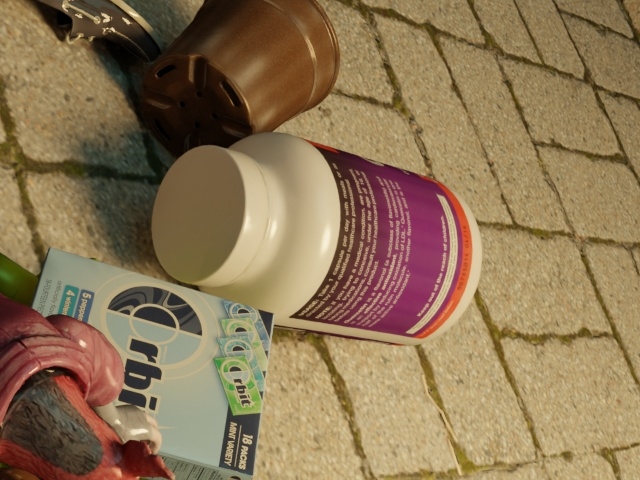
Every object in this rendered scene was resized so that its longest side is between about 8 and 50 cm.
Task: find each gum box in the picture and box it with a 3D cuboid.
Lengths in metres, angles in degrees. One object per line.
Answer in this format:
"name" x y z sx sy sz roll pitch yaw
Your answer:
"gum box" -0.133 0.097 0.934 0.184 0.041 0.157 18 44 -12

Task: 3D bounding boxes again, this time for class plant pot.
"plant pot" -0.089 -0.167 1.275 0.167 0.167 0.165 50 41 -10

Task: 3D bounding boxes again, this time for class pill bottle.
"pill bottle" 0.000 0.000 1.213 0.323 0.181 0.181 13 52 -47

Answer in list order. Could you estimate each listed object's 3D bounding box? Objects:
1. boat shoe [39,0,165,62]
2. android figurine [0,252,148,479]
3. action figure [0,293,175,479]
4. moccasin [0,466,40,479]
"boat shoe" -0.242 -0.226 1.227 0.206 0.075 0.065 36 81 -37
"android figurine" -0.176 0.126 0.997 0.273 0.056 0.248 38 37 -25
"action figure" -0.229 0.046 0.729 0.370 0.275 0.248 22 33 25
"moccasin" -0.195 0.321 0.752 0.147 0.139 0.380 27 52 -49
